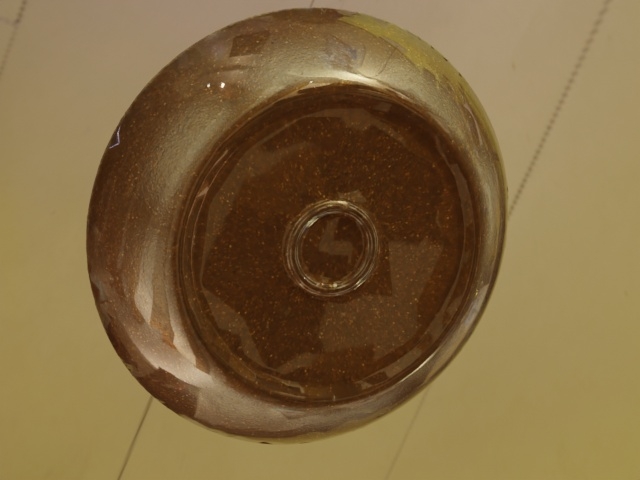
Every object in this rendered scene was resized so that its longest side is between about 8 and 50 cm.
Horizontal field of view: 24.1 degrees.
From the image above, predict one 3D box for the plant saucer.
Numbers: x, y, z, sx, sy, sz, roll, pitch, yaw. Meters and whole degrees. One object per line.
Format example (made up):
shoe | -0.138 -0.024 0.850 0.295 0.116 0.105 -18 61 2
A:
plant saucer | 0.000 0.000 0.649 0.198 0.036 0.198 -5 105 -20
